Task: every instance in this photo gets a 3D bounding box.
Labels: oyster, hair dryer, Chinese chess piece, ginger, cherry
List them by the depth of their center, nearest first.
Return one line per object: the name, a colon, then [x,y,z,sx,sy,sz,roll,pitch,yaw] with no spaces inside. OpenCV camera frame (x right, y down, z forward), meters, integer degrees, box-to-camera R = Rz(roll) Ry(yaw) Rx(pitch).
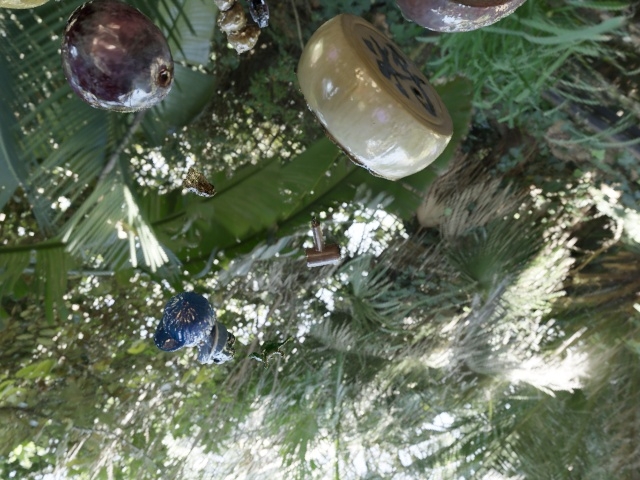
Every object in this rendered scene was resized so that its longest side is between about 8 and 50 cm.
Chinese chess piece: [0.084,-0.214,0.725,0.257,0.104,0.257,30,-141,-28]
cherry: [-0.355,-0.323,0.865,0.195,0.195,0.195,31,-159,-13]
ginger: [-0.252,-0.647,1.403,0.204,0.104,0.080,55,-169,-49]
hair dryer: [0.000,0.000,1.523,0.117,0.182,0.064,-10,-143,2]
oyster: [-0.429,-0.193,1.714,0.148,0.051,0.103,34,-138,-40]

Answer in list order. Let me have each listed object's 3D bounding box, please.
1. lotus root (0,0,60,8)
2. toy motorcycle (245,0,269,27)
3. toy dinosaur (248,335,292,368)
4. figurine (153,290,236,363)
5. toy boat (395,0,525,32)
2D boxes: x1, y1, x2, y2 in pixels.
lotus root: [-0.471,-0.397,0.666,0.146,0.131,0.303,22,-153,10]
toy motorcycle: [-0.202,-0.744,1.446,0.122,0.082,0.213,-92,-13,-74]
toy dinosaur: [-0.118,0.268,1.198,0.029,0.119,0.060,26,146,57]
figurine: [-0.177,0.137,0.717,0.149,0.087,0.086,51,-149,-47]
toy boat: [0.200,-0.373,0.712,0.227,0.085,0.155,-27,-97,-25]
